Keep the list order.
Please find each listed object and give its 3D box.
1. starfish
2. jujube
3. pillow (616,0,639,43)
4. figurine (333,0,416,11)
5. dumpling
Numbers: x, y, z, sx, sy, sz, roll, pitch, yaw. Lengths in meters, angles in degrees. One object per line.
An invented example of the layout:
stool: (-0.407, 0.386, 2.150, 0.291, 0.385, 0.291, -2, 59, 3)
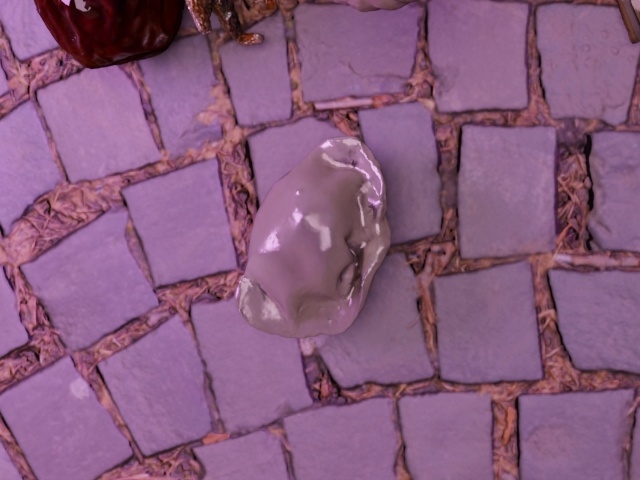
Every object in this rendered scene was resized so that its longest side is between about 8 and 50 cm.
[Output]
starfish: (-0.134, -0.301, 1.725, 0.053, 0.209, 0.150, -15, 66, 36)
jujube: (-0.256, -0.322, 1.737, 0.183, 0.183, 0.243, -13, 94, 10)
pillow: (0.423, -0.308, 1.696, 0.203, 0.038, 0.113, -23, 90, 9)
figurine: (0.066, -0.320, 1.603, 0.204, 0.332, 0.185, -38, 89, -6)
dumpling: (0.000, 0.000, 1.741, 0.162, 0.132, 0.250, 29, 98, 10)
